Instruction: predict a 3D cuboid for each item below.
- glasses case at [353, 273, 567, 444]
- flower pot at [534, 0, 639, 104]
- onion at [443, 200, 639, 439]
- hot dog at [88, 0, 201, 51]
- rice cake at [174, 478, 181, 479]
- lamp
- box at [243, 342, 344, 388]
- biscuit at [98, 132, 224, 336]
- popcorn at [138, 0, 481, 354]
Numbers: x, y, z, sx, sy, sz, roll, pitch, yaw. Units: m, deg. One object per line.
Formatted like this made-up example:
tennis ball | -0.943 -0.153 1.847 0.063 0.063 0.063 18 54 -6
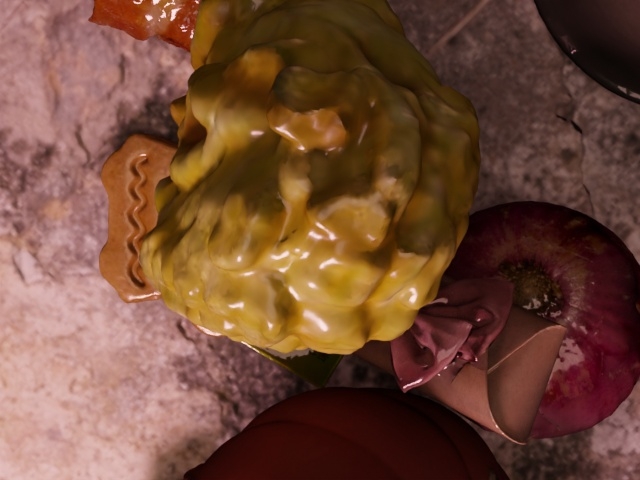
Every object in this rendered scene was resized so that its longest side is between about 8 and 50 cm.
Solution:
glasses case | 0.066 0.048 0.733 0.193 0.070 0.102 25 100 43
flower pot | 0.281 -0.218 0.757 0.269 0.166 0.268 1 100 4
onion | 0.153 0.057 0.810 0.177 0.153 0.177 0 91 -2
hot dog | -0.100 -0.212 0.803 0.213 0.103 0.146 21 96 -3
rice cake | -0.070 0.357 0.906 0.066 0.063 0.336 -23 97 9
lamp | 0.019 0.252 0.773 0.257 0.303 0.303 5 100 37
box | 0.000 0.000 0.832 0.121 0.030 0.193 32 96 -3
biscuit | -0.050 -0.011 0.865 0.249 0.035 0.184 5 99 1
popcorn | -0.020 -0.043 0.700 0.174 0.286 0.225 22 119 -31
